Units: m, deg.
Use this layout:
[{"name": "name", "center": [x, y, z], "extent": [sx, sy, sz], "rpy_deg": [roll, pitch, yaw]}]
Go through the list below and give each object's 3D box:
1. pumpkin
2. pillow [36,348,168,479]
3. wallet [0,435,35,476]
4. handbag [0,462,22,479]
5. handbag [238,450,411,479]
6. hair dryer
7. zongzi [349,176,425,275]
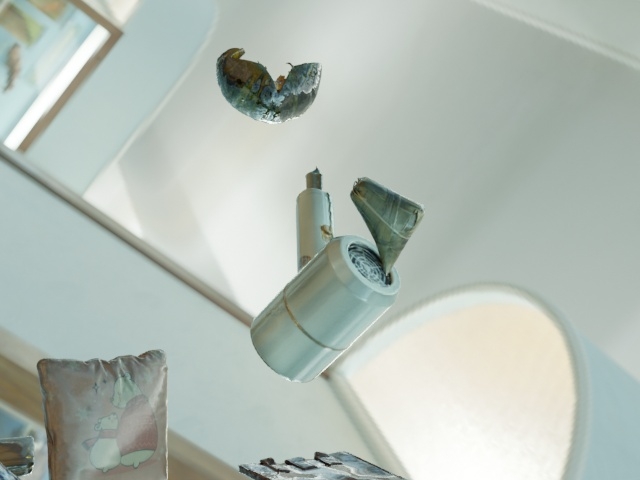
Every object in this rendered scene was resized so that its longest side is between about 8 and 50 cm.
[{"name": "pumpkin", "center": [-0.088, -0.254, 1.903], "extent": [0.119, 0.183, 0.107], "rpy_deg": [117, -24, -61]}, {"name": "pillow", "center": [-0.313, 0.277, 1.646], "extent": [0.084, 0.236, 0.223], "rpy_deg": [-5, -94, 42]}, {"name": "wallet", "center": [-0.492, 0.317, 1.617], "extent": [0.118, 0.153, 0.039], "rpy_deg": [-140, -131, -70]}, {"name": "handbag", "center": [-0.377, 0.342, 1.277], "extent": [0.113, 0.260, 0.162], "rpy_deg": [-25, -143, 19]}, {"name": "handbag", "center": [0.018, 0.453, 2.014], "extent": [0.275, 0.260, 0.084], "rpy_deg": [11, -80, 52]}, {"name": "hair dryer", "center": [0.000, 0.000, 1.422], "extent": [0.173, 0.107, 0.357], "rpy_deg": [-45, -151, 28]}, {"name": "zongzi", "center": [0.052, -0.015, 1.097], "extent": [0.083, 0.076, 0.040], "rpy_deg": [-60, -173, 27]}]
